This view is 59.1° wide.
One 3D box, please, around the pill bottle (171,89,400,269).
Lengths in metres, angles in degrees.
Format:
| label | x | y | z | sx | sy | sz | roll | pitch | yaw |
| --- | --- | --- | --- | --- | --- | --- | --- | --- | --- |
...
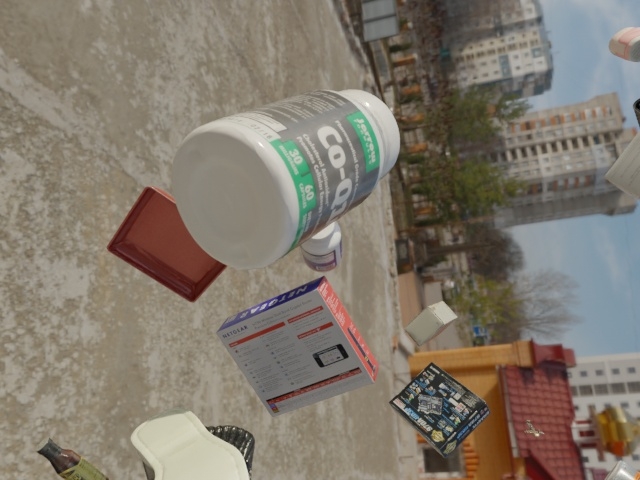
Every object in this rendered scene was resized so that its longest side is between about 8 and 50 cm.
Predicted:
| label | x | y | z | sx | sy | sz | roll | pitch | yaw |
| --- | --- | --- | --- | --- | --- | --- | --- | --- | --- |
| pill bottle | -0.030 | -0.115 | 0.860 | 0.361 | 0.204 | 0.204 | -36 | 119 | -50 |

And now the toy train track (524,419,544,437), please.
| label | x | y | z | sx | sy | sz | roll | pitch | yaw |
| --- | --- | --- | --- | --- | --- | --- | --- | --- | --- |
| toy train track | 0.546 | 0.481 | 1.455 | 0.083 | 0.048 | 0.014 | -66 | 158 | -81 |

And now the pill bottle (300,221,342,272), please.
| label | x | y | z | sx | sy | sz | roll | pitch | yaw |
| --- | --- | --- | --- | --- | --- | --- | --- | --- | --- |
| pill bottle | 0.000 | 0.000 | 1.426 | 0.193 | 0.108 | 0.108 | 81 | 7 | -66 |

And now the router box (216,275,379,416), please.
| label | x | y | z | sx | sy | sz | roll | pitch | yaw |
| --- | --- | --- | --- | --- | --- | --- | --- | --- | --- |
| router box | -0.061 | 0.293 | 1.519 | 0.301 | 0.335 | 0.082 | 60 | 23 | -13 |

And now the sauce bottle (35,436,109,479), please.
| label | x | y | z | sx | sy | sz | roll | pitch | yaw |
| --- | --- | --- | --- | --- | --- | --- | --- | --- | --- |
| sauce bottle | -0.398 | 0.364 | 0.904 | 0.128 | 0.042 | 0.042 | 49 | 28 | -21 |

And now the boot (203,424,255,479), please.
| label | x | y | z | sx | sy | sz | roll | pitch | yaw |
| --- | --- | --- | --- | --- | --- | --- | --- | --- | --- |
| boot | -0.311 | 0.553 | 1.307 | 0.348 | 0.131 | 0.260 | 21 | 42 | -29 |

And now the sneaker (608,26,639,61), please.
| label | x | y | z | sx | sy | sz | roll | pitch | yaw |
| --- | --- | --- | --- | --- | --- | --- | --- | --- | --- |
| sneaker | 0.507 | -0.306 | 0.863 | 0.070 | 0.134 | 0.051 | -119 | -161 | -59 |

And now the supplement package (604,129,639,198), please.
| label | x | y | z | sx | sy | sz | roll | pitch | yaw |
| --- | --- | --- | --- | --- | --- | --- | --- | --- | --- |
| supplement package | 0.667 | -0.093 | 0.997 | 0.139 | 0.134 | 0.244 | 16 | 23 | -41 |

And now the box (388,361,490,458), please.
| label | x | y | z | sx | sy | sz | roll | pitch | yaw |
| --- | --- | --- | --- | --- | --- | --- | --- | --- | --- |
| box | 0.318 | 0.451 | 1.530 | 0.220 | 0.175 | 0.051 | 32 | -22 | 53 |

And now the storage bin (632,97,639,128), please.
| label | x | y | z | sx | sy | sz | roll | pitch | yaw |
| --- | --- | --- | --- | --- | --- | --- | --- | --- | --- |
| storage bin | 0.838 | -0.286 | 1.311 | 0.084 | 0.122 | 0.180 | 44 | 14 | -38 |

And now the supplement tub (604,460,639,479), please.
| label | x | y | z | sx | sy | sz | roll | pitch | yaw |
| --- | --- | --- | --- | --- | --- | --- | --- | --- | --- |
| supplement tub | 0.780 | 0.636 | 1.357 | 0.117 | 0.190 | 0.117 | -35 | 144 | -31 |

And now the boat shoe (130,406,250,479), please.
| label | x | y | z | sx | sy | sz | roll | pitch | yaw |
| --- | --- | --- | --- | --- | --- | --- | --- | --- | --- |
| boat shoe | -0.143 | 0.289 | 0.653 | 0.305 | 0.109 | 0.091 | 10 | -59 | 62 |

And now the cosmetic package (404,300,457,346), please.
| label | x | y | z | sx | sy | sz | roll | pitch | yaw |
| --- | --- | --- | --- | --- | --- | --- | --- | --- | --- |
| cosmetic package | 0.189 | 0.140 | 0.960 | 0.041 | 0.060 | 0.115 | 49 | 15 | 17 |

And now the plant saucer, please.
| label | x | y | z | sx | sy | sz | roll | pitch | yaw |
| --- | --- | --- | --- | --- | --- | --- | --- | --- | --- |
| plant saucer | -0.352 | 0.008 | 1.371 | 0.259 | 0.258 | 0.047 | 36 | 37 | -14 |
